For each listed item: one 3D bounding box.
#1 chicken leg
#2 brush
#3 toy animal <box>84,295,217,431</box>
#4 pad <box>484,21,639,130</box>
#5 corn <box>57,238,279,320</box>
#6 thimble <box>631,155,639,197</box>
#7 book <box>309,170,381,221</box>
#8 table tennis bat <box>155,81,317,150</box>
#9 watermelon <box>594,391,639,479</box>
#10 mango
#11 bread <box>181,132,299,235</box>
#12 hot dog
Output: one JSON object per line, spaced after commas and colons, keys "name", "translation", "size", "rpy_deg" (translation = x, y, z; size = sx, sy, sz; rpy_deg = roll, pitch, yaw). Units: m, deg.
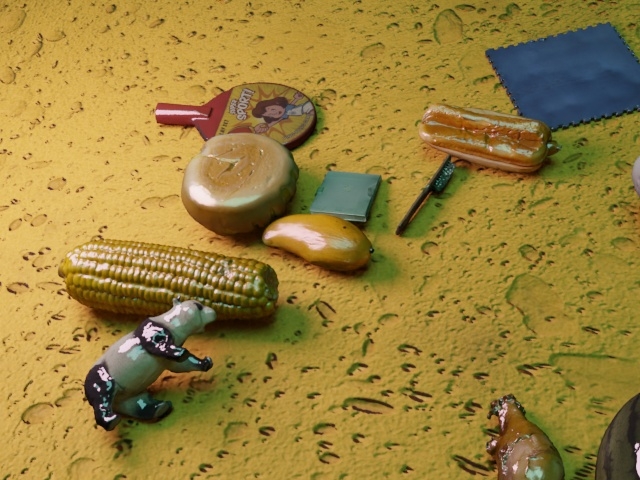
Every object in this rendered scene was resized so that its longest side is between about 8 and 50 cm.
{"name": "chicken leg", "translation": [0.264, 0.282, 1.307], "size": [0.085, 0.101, 0.207], "rpy_deg": [-6, 27, -2]}
{"name": "brush", "translation": [0.183, -0.074, 1.678], "size": [0.028, 0.034, 0.190], "rpy_deg": [31, 56, 12]}
{"name": "toy animal", "translation": [-0.245, 0.174, 1.451], "size": [0.225, 0.094, 0.121], "rpy_deg": [-44, 55, 0]}
{"name": "pad", "translation": [0.475, -0.310, 1.862], "size": [0.270, 0.012, 0.269], "rpy_deg": [-12, 47, -2]}
{"name": "corn", "translation": [-0.241, 0.066, 1.556], "size": [0.364, 0.120, 0.120], "rpy_deg": [7, 49, 13]}
{"name": "thimble", "translation": [0.602, -0.080, 1.526], "size": [0.211, 0.185, 0.149], "rpy_deg": [14, 43, -26]}
{"name": "book", "translation": [0.042, -0.077, 1.692], "size": [0.103, 0.017, 0.135], "rpy_deg": [5, 35, 13]}
{"name": "table tennis bat", "translation": [-0.160, -0.231, 1.874], "size": [0.310, 0.038, 0.200], "rpy_deg": [5, 48, 8]}
{"name": "watermelon", "translation": [0.452, 0.301, 1.125], "size": [0.279, 0.278, 0.359], "rpy_deg": [-3, 49, 6]}
{"name": "mango", "translation": [0.000, 0.000, 1.610], "size": [0.190, 0.075, 0.098], "rpy_deg": [12, 40, 27]}
{"name": "bread", "translation": [-0.134, -0.093, 1.693], "size": [0.214, 0.104, 0.213], "rpy_deg": [-3, 45, 3]}
{"name": "hot dog", "translation": [0.294, -0.175, 1.723], "size": [0.249, 0.076, 0.102], "rpy_deg": [13, 76, 18]}
